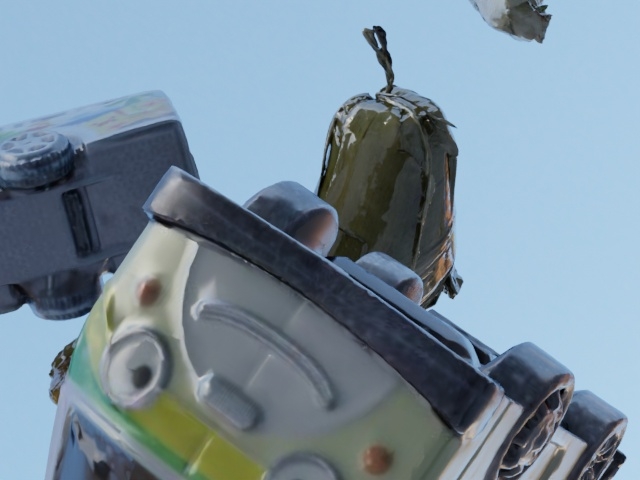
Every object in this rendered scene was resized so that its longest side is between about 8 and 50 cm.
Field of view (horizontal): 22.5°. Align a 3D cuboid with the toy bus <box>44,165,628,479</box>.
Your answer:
[{"bbox_3d":[0.005,0.096,0.647,0.179,0.143,0.305,-55,-21,0],"label":"toy bus"}]

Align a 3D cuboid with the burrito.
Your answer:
[{"bbox_3d":[0.108,-0.155,0.968,0.041,0.149,0.055,-5,-67,-7],"label":"burrito"}]

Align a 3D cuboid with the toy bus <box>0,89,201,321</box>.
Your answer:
[{"bbox_3d":[-0.236,-0.006,0.964,0.330,0.136,0.109,-14,-65,-6],"label":"toy bus"}]

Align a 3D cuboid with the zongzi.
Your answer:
[{"bbox_3d":[0.000,0.000,0.905,0.178,0.081,0.189,-35,-36,-23],"label":"zongzi"}]

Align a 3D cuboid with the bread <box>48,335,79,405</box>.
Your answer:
[{"bbox_3d":[-0.100,0.105,0.973,0.132,0.053,0.074,42,-72,-14],"label":"bread"}]
